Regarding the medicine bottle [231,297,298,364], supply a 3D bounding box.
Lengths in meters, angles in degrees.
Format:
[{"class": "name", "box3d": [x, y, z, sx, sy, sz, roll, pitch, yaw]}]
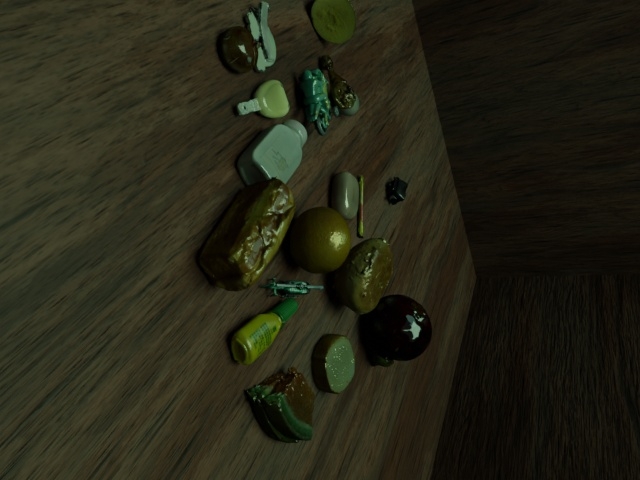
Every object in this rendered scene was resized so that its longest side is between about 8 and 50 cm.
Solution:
[{"class": "medicine bottle", "box3d": [-0.163, 0.266, 1.465, 0.309, 0.076, 0.111, -36, 123, -55]}]

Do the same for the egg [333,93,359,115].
[{"class": "egg", "box3d": [0.111, -0.595, 2.013, 0.135, 0.103, 0.103, 48, 47, -41]}]

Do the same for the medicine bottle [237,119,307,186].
[{"class": "medicine bottle", "box3d": [-0.146, -0.280, 1.535, 0.161, 0.111, 0.296, 58, 41, -30]}]

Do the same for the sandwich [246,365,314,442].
[{"class": "sandwich", "box3d": [-0.102, 0.531, 1.501, 0.212, 0.109, 0.292, -45, 124, -52]}]

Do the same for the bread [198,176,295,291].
[{"class": "bread", "box3d": [-0.193, -0.018, 1.345, 0.149, 0.195, 0.344, 55, 44, -34]}]

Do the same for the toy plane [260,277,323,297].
[{"class": "toy plane", "box3d": [-0.103, 0.159, 1.568, 0.235, 0.096, 0.060, 7, 77, -41]}]

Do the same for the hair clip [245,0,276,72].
[{"class": "hair clip", "box3d": [-0.189, -0.675, 1.574, 0.140, 0.054, 0.220, -33, 117, -61]}]

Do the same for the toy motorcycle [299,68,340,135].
[{"class": "toy motorcycle", "box3d": [-0.011, -0.548, 1.790, 0.198, 0.109, 0.296, 42, 41, -56]}]

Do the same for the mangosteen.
[{"class": "mangosteen", "box3d": [0.328, 0.411, 2.132, 0.306, 0.359, 0.306, 31, 34, -23]}]

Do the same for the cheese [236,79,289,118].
[{"class": "cheese", "box3d": [-0.192, -0.446, 1.533, 0.251, 0.054, 0.127, -43, 119, -53]}]

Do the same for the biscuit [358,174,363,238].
[{"class": "biscuit", "box3d": [0.186, -0.156, 2.163, 0.048, 0.026, 0.292, 39, 52, -75]}]

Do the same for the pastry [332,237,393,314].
[{"class": "pastry", "box3d": [0.164, 0.133, 1.908, 0.316, 0.184, 0.284, -60, 147, -25]}]

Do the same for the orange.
[{"class": "orange", "box3d": [0.000, 0.000, 1.638, 0.236, 0.236, 0.236, 12, 76, -58]}]

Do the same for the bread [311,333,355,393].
[{"class": "bread", "box3d": [0.052, 0.472, 1.809, 0.236, 0.070, 0.236, 9, 79, -58]}]

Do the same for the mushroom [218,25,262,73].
[{"class": "mushroom", "box3d": [-0.237, -0.590, 1.451, 0.170, 0.080, 0.135, -47, 136, -47]}]

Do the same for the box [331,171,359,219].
[{"class": "box", "box3d": [0.104, -0.187, 1.963, 0.146, 0.088, 0.200, 24, 64, -55]}]

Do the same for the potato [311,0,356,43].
[{"class": "potato", "box3d": [0.058, -0.936, 1.932, 0.203, 0.178, 0.158, 33, 39, -25]}]

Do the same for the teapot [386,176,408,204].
[{"class": "teapot", "box3d": [0.390, -0.269, 2.475, 0.096, 0.087, 0.177, 37, 51, -23]}]

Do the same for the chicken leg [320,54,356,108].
[{"class": "chicken leg", "box3d": [0.063, -0.645, 1.915, 0.107, 0.087, 0.251, 78, -13, -76]}]
